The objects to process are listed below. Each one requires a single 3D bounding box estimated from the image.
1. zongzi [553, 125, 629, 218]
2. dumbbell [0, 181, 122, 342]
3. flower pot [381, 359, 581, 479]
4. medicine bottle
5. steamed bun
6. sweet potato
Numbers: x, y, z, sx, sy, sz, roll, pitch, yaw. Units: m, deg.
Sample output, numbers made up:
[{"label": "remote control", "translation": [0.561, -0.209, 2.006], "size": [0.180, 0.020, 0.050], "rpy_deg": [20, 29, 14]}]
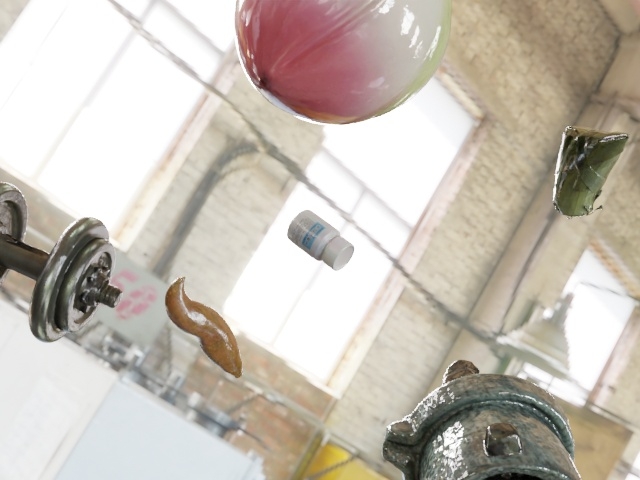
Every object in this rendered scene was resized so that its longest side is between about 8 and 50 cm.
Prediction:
[{"label": "zongzi", "translation": [0.303, -0.071, 1.154], "size": [0.055, 0.109, 0.119], "rpy_deg": [6, 9, -13]}, {"label": "dumbbell", "translation": [-0.417, 0.031, 1.473], "size": [0.290, 0.192, 0.192], "rpy_deg": [22, -13, 8]}, {"label": "flower pot", "translation": [0.246, 0.346, 1.582], "size": [0.299, 0.299, 0.283], "rpy_deg": [34, 20, -15]}, {"label": "medicine bottle", "translation": [0.000, 0.000, 1.411], "size": [0.089, 0.052, 0.052], "rpy_deg": [37, -8, 25]}, {"label": "steamed bun", "translation": [0.011, -0.282, 1.380], "size": [0.309, 0.309, 0.309], "rpy_deg": [29, -11, 6]}, {"label": "sweet potato", "translation": [-0.161, 0.126, 1.461], "size": [0.202, 0.055, 0.058], "rpy_deg": [54, -2, -38]}]
